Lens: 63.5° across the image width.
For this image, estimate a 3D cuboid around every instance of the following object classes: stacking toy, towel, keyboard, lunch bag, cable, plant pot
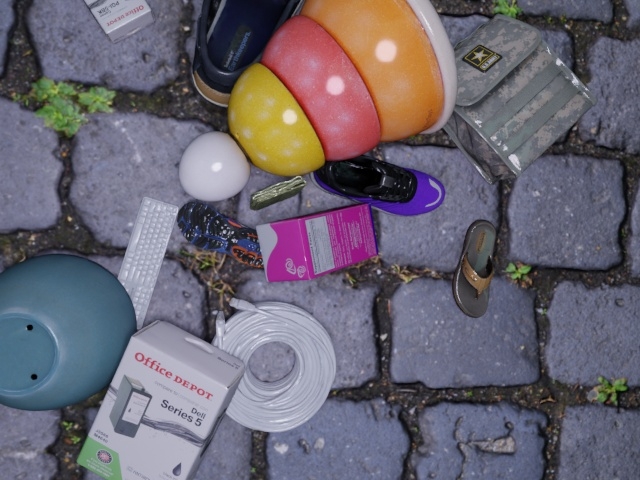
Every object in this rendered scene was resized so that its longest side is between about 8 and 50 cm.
[{"bbox_3d":[-0.041,-0.231,0.898,0.480,0.351,0.350,-36,98,-9],"label":"stacking toy"},{"bbox_3d":[-0.086,-0.092,1.004,0.110,0.148,0.027,-21,89,-10],"label":"towel"},{"bbox_3d":[-0.353,0.045,1.025,0.072,0.014,0.255,17,89,-11],"label":"keyboard"},{"bbox_3d":[0.373,-0.303,1.080,0.235,0.169,0.287,-42,91,-3],"label":"lunch bag"},{"bbox_3d":[-0.100,0.250,1.046,0.257,0.089,0.256,12,91,-11],"label":"cable"},{"bbox_3d":[-0.492,0.175,0.905,0.291,0.195,0.289,0,93,-8],"label":"plant pot"}]

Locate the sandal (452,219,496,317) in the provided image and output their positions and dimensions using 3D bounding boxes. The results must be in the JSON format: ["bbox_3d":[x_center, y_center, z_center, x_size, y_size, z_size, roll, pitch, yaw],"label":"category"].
[{"bbox_3d":[0.352,0.062,1.140,0.090,0.060,0.219,14,89,-11],"label":"sandal"}]

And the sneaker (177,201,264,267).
[{"bbox_3d":[-0.184,-0.007,1.026,0.221,0.087,0.083,28,90,6],"label":"sneaker"}]

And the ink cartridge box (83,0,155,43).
[{"bbox_3d":[-0.394,-0.460,0.976,0.099,0.056,0.135,-34,97,-9],"label":"ink cartridge box"}]

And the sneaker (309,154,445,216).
[{"bbox_3d":[0.128,-0.111,1.046,0.294,0.146,0.102,10,90,-11],"label":"sneaker"}]

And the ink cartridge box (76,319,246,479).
[{"bbox_3d":[-0.288,0.316,0.950,0.199,0.115,0.272,26,100,5],"label":"ink cartridge box"}]

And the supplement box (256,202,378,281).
[{"bbox_3d":[0.000,0.000,0.987,0.220,0.111,0.113,-14,96,-49],"label":"supplement box"}]

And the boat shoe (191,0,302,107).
[{"bbox_3d":[-0.114,-0.501,0.981,0.187,0.156,0.499,20,87,-9],"label":"boat shoe"}]
